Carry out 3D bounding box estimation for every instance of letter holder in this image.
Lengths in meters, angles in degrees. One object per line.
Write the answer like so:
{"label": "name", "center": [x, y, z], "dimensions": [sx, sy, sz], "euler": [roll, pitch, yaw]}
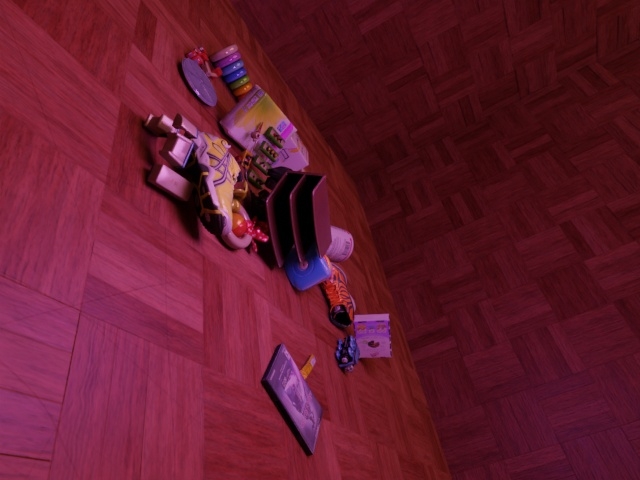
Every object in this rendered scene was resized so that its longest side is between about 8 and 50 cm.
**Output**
{"label": "letter holder", "center": [-0.073, -0.059, 1.560], "dimensions": [0.214, 0.152, 0.302], "euler": [-61, 153, -46]}

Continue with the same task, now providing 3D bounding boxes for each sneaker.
{"label": "sneaker", "center": [-0.300, -0.184, 1.303], "dimensions": [0.147, 0.145, 0.384], "euler": [-2, 57, -30]}
{"label": "sneaker", "center": [0.074, 0.252, 1.999], "dimensions": [0.321, 0.125, 0.180], "euler": [59, 15, -17]}

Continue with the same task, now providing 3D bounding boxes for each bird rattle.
{"label": "bird rattle", "center": [-0.274, -0.055, 1.439], "dimensions": [0.207, 0.143, 0.253], "euler": [-66, 143, -55]}

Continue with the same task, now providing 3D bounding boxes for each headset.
{"label": "headset", "center": [-0.171, -0.167, 1.657], "dimensions": [0.394, 0.243, 0.185], "euler": [32, 7, -28]}

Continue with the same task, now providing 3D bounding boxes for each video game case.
{"label": "video game case", "center": [-0.078, 0.474, 1.339], "dimensions": [0.274, 0.026, 0.196], "euler": [60, 16, -11]}

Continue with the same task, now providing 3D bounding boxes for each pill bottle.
{"label": "pill bottle", "center": [0.000, 0.000, 1.973], "dimensions": [0.283, 0.160, 0.160], "euler": [17, 46, -44]}

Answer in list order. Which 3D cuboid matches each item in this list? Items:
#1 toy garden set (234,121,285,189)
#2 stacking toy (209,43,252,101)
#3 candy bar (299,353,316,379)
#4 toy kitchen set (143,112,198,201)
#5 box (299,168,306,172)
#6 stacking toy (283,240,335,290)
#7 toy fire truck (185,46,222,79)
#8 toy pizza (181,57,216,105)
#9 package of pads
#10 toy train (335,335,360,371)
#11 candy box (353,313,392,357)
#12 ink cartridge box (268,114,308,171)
{"label": "toy garden set", "center": [-0.235, -0.355, 1.799], "dimensions": [0.204, 0.049, 0.244], "euler": [40, 71, -57]}
{"label": "stacking toy", "center": [-0.385, -0.738, 2.089], "dimensions": [0.141, 0.141, 0.330], "euler": [-86, 154, -61]}
{"label": "candy bar", "center": [-0.043, 0.435, 1.525], "dimensions": [0.040, 0.018, 0.161], "euler": [67, 15, -2]}
{"label": "toy kitchen set", "center": [-0.429, -0.234, 1.239], "dimensions": [0.122, 0.166, 0.207], "euler": [40, 65, -55]}
{"label": "box", "center": [-0.086, -0.263, 2.301], "dimensions": [0.203, 0.114, 0.103], "euler": [50, 22, -42]}
{"label": "stacking toy", "center": [-0.009, 0.115, 1.844], "dimensions": [0.175, 0.166, 0.302], "euler": [65, 17, 18]}
{"label": "toy fire truck", "center": [-0.489, -0.742, 1.868], "dimensions": [0.135, 0.047, 0.192], "euler": [59, 17, -23]}
{"label": "toy pizza", "center": [-0.478, -0.613, 1.728], "dimensions": [0.201, 0.032, 0.201], "euler": [55, 19, -30]}
{"label": "package of pads", "center": [-0.260, -0.477, 1.866], "dimensions": [0.101, 0.229, 0.296], "euler": [47, 4, 30]}
{"label": "toy train", "center": [0.120, 0.481, 1.878], "dimensions": [0.184, 0.080, 0.105], "euler": [-65, 134, -71]}
{"label": "candy box", "center": [0.245, 0.447, 2.068], "dimensions": [0.070, 0.165, 0.196], "euler": [-69, 154, -71]}
{"label": "ink cartridge box", "center": [-0.185, -0.458, 2.184], "dimensions": [0.232, 0.168, 0.171], "euler": [56, 16, -29]}
